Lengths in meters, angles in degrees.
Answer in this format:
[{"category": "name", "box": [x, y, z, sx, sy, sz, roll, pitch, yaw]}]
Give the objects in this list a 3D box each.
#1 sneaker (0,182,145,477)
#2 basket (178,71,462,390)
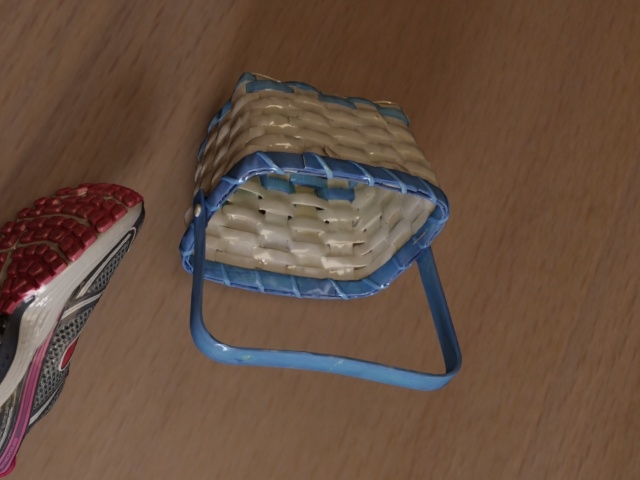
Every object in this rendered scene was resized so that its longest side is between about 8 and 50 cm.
[{"category": "sneaker", "box": [-0.256, 0.071, 1.181, 0.299, 0.121, 0.112, -56, 136, -22]}, {"category": "basket", "box": [0.000, 0.000, 1.234, 0.255, 0.201, 0.289, 12, 46, -23]}]
